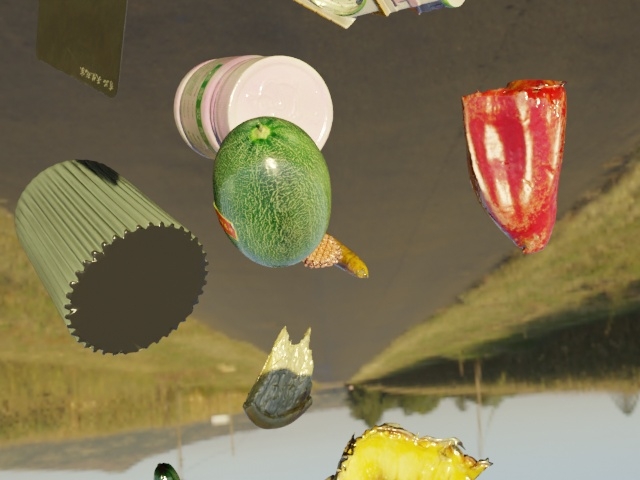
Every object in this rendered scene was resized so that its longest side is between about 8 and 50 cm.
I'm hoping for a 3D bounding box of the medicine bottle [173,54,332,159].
[{"bbox_3d":[-0.138,-0.246,1.747,0.212,0.212,0.325,-1,-170,-26],"label":"medicine bottle"}]

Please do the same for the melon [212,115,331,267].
[{"bbox_3d":[-0.074,-0.078,1.394,0.182,0.182,0.288,-5,139,-1],"label":"melon"}]

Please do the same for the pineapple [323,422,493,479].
[{"bbox_3d":[0.059,0.364,1.300,0.334,0.158,0.161,-35,174,-25],"label":"pineapple"}]

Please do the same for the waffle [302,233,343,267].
[{"bbox_3d":[0.001,0.021,1.761,0.083,0.075,0.029,-18,142,-15],"label":"waffle"}]

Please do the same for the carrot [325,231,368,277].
[{"bbox_3d":[0.000,0.000,2.103,0.314,0.066,0.066,34,-165,32],"label":"carrot"}]

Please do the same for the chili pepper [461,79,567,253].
[{"bbox_3d":[0.277,-0.103,1.319,0.144,0.253,0.136,-8,-169,-28],"label":"chili pepper"}]

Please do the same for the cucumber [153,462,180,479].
[{"bbox_3d":[-0.225,0.380,1.368,0.048,0.105,0.048,-7,-164,2],"label":"cucumber"}]

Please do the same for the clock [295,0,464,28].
[{"bbox_3d":[0.060,-0.449,1.409,0.309,0.166,0.235,0,138,47],"label":"clock"}]

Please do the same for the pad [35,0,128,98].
[{"bbox_3d":[-0.246,-0.218,0.931,0.157,0.112,0.003,29,-152,36],"label":"pad"}]

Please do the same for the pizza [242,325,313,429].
[{"bbox_3d":[-0.076,0.325,2.164,0.181,0.262,0.034,28,170,-37],"label":"pizza"}]

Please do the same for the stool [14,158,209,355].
[{"bbox_3d":[-0.430,0.015,1.823,0.297,0.297,0.330,3,-152,-42],"label":"stool"}]
